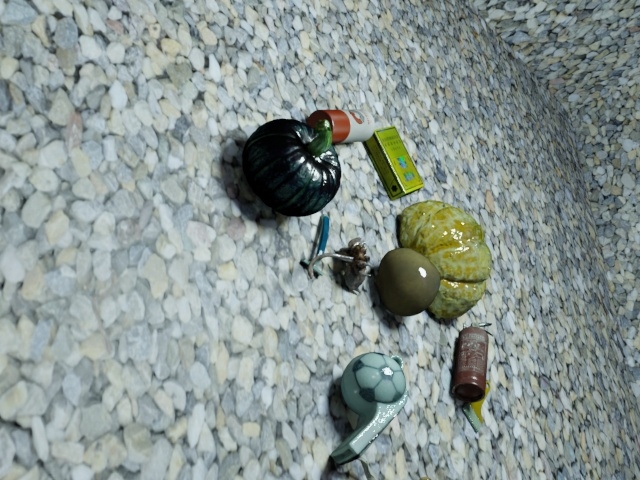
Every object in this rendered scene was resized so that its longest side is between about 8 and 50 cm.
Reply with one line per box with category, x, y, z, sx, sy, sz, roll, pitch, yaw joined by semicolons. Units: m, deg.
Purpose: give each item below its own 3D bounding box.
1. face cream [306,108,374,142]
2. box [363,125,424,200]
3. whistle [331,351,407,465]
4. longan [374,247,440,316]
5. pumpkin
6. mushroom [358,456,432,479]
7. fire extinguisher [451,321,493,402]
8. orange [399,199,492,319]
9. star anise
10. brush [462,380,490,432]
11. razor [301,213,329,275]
face cream;0.060;-0.326;1.930;0.214;0.095;0.096;-14;79;-53
box;0.227;-0.242;2.108;0.141;0.064;0.220;-24;85;-54
whistle;0.099;0.347;1.519;0.289;0.163;0.164;-36;97;-39
longan;0.232;0.109;1.809;0.189;0.189;0.189;29;48;-37
pumpkin;-0.047;-0.189;1.588;0.248;0.248;0.248;29;48;-37
mushroom;0.163;0.549;1.542;0.306;0.043;0.068;29;52;-41
fire extinguisher;0.447;0.337;1.977;0.105;0.104;0.269;45;39;-23
orange;0.394;0.035;2.020;0.270;0.210;0.369;4;62;-47
star anise;0.028;0.069;1.658;0.227;0.218;0.148;2;102;-27
brush;0.470;0.473;1.994;0.083;0.011;0.205;58;36;-4
razor;0.003;-0.001;1.705;0.068;0.037;0.191;40;42;-25
